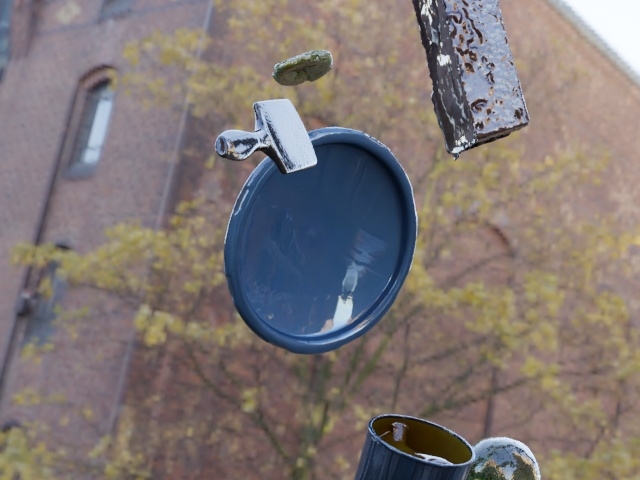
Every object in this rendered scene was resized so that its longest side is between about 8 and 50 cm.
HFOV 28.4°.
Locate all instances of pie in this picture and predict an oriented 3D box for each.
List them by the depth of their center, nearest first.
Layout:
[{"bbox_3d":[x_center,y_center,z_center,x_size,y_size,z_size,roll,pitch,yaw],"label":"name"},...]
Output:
[{"bbox_3d":[-0.023,-0.230,1.680,0.084,0.020,0.084,-16,-15,-4],"label":"pie"}]

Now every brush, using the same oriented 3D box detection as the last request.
[{"bbox_3d":[-0.044,-0.079,0.984,0.016,0.063,0.193,-25,0,17],"label":"brush"}]

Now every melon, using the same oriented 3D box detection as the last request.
[{"bbox_3d":[0.235,0.317,1.685,0.114,0.114,0.167,3,-2,28],"label":"melon"}]

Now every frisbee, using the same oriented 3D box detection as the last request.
[{"bbox_3d":[-0.002,-0.001,1.578,0.289,0.289,0.049,23,-1,-37],"label":"frisbee"}]

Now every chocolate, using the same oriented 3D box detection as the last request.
[{"bbox_3d":[0.224,-0.291,1.909,0.112,0.321,0.112,-12,-4,-19],"label":"chocolate"}]

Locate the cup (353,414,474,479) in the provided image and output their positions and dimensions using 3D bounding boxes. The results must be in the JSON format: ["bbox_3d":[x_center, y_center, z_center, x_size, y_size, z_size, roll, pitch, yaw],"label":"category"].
[{"bbox_3d":[0.103,0.274,1.337,0.150,0.138,0.113,11,15,-21],"label":"cup"}]
